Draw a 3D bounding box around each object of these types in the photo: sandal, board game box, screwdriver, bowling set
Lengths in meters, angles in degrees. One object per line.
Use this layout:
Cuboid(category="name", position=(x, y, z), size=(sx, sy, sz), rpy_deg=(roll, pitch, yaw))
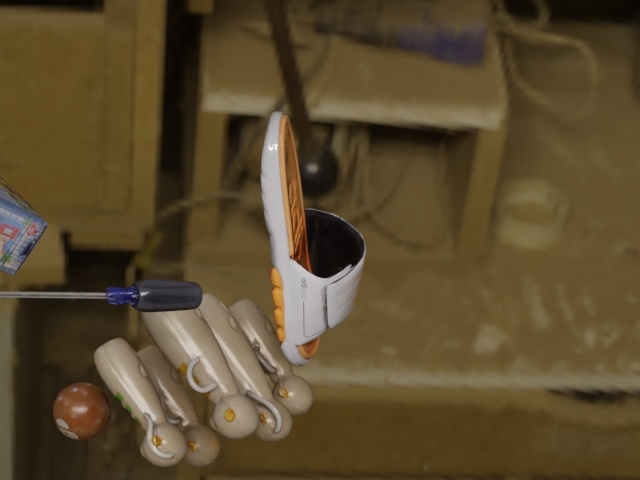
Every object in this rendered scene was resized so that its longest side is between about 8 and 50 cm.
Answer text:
Cuboid(category="sandal", position=(-0.001, 0.007, 1.585), size=(0.076, 0.265, 0.102), rpy_deg=(1, 43, 9))
Cuboid(category="board game box", position=(-0.364, -0.065, 1.600), size=(0.194, 0.060, 0.194), rpy_deg=(41, 10, 36))
Cuboid(category="screwdriver", position=(-0.158, 0.036, 1.250), size=(0.170, 0.024, 0.025), rpy_deg=(3, 13, -28))
Cuboid(category="bowling set", position=(-0.128, 0.156, 1.695), size=(0.200, 0.287, 0.154), rpy_deg=(-37, 75, 13))
